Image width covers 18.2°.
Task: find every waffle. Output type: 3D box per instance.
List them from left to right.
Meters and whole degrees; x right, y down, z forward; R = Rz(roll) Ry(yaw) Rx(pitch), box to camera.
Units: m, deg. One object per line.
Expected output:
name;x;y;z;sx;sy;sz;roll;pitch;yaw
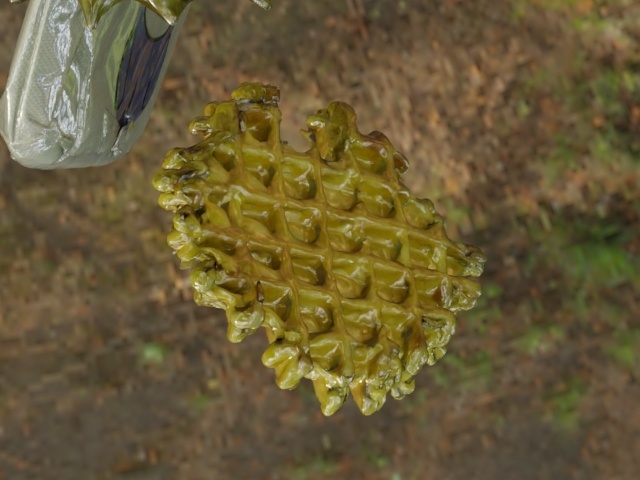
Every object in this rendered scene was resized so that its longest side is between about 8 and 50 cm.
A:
waffle;0.000;0.000;1.298;0.228;0.231;0.051;49;130;-6

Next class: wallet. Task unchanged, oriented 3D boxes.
wallet;-0.167;-0.186;1.639;0.275;0.068;0.335;-67;168;10

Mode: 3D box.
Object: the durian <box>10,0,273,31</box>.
durian;-0.085;-0.168;0.638;0.306;0.166;0.172;-6;121;-5
